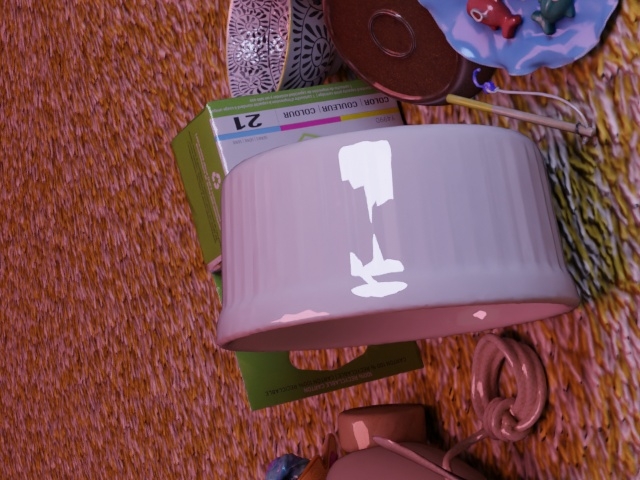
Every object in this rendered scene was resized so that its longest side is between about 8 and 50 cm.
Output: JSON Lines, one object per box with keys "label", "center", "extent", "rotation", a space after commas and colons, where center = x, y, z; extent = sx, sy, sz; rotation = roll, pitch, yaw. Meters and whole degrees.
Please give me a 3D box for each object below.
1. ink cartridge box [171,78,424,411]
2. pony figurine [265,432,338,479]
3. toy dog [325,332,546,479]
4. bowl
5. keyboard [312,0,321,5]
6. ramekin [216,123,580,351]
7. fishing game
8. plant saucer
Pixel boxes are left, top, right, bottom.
{"label": "ink cartridge box", "center": [0.000, 0.000, 1.433], "extent": [0.097, 0.188, 0.255], "rotation": [-35, 69, 60]}
{"label": "pony figurine", "center": [-0.065, 0.406, 1.681], "extent": [0.351, 0.302, 0.364], "rotation": [-18, 78, 32]}
{"label": "toy dog", "center": [0.074, 0.228, 1.396], "extent": [0.333, 0.161, 0.220], "rotation": [-44, 60, 60]}
{"label": "bowl", "center": [-0.024, -0.193, 1.517], "extent": [0.170, 0.080, 0.170], "rotation": [-178, 90, -68]}
{"label": "keyboard", "center": [-0.068, -0.331, 1.283], "extent": [0.317, 0.033, 0.202], "rotation": [-124, 21, -50]}
{"label": "ramekin", "center": [0.052, 0.002, 1.242], "extent": [0.277, 0.277, 0.135], "rotation": [158, 108, -64]}
{"label": "fishing game", "center": [0.130, -0.205, 1.183], "extent": [0.189, 0.041, 0.264], "rotation": [22, 127, 34]}
{"label": "plant saucer", "center": [0.064, -0.174, 1.321], "extent": [0.168, 0.029, 0.168], "rotation": [26, 141, 23]}
